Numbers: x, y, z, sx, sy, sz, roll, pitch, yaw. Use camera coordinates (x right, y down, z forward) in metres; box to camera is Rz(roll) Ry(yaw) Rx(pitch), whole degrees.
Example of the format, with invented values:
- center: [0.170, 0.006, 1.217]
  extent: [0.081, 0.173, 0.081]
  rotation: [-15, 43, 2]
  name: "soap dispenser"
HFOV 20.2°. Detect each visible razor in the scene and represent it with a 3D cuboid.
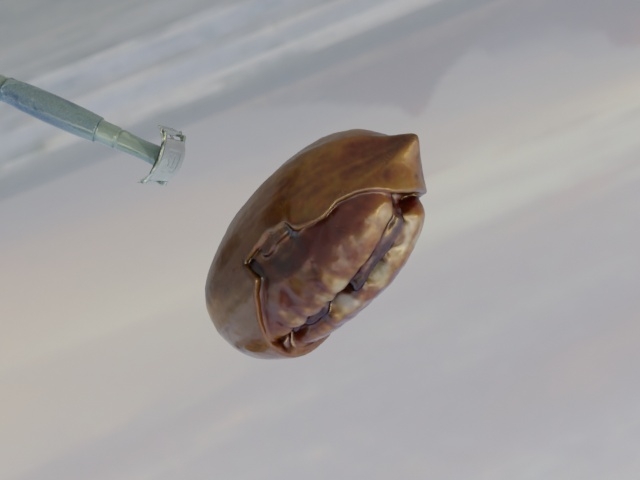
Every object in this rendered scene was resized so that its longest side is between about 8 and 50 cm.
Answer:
- center: [-0.156, -0.079, 1.164]
  extent: [0.068, 0.135, 0.040]
  rotation: [7, 108, -83]
  name: "razor"

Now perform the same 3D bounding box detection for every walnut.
- center: [0.000, 0.000, 1.198]
  extent: [0.207, 0.116, 0.116]
  rotation: [-47, 174, 26]
  name: "walnut"
